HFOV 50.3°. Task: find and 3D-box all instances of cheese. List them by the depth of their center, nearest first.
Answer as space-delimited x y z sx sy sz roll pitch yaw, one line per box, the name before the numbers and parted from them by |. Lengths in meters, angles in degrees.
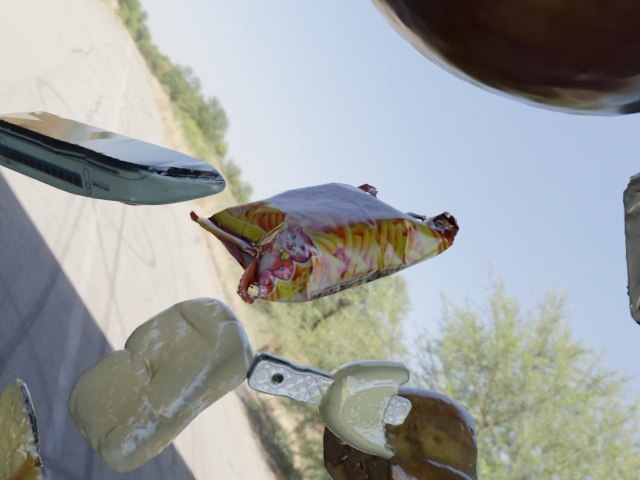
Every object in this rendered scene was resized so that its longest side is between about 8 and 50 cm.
cheese | 0.017 0.188 0.828 0.235 0.127 0.050 21 13 -24
cheese | -0.214 0.190 0.949 0.159 0.263 0.093 34 -27 34

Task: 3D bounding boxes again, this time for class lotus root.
lotus root | 0.127 0.426 1.315 0.250 0.316 0.316 38 10 -35

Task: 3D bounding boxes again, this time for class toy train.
toy train | -0.161 -0.052 0.506 0.252 0.055 0.048 19 -64 36

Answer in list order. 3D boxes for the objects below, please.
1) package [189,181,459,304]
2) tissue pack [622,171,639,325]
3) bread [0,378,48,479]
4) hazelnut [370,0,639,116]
package | -0.002 -0.003 0.847 0.223 0.288 0.108 41 -44 53
tissue pack | 0.646 0.007 0.882 0.264 0.416 0.253 150 -57 -75
bread | -0.316 0.384 0.820 0.346 0.242 0.405 46 -7 41
hazelnut | 0.204 -0.316 0.531 0.353 0.420 0.421 -78 146 -62
